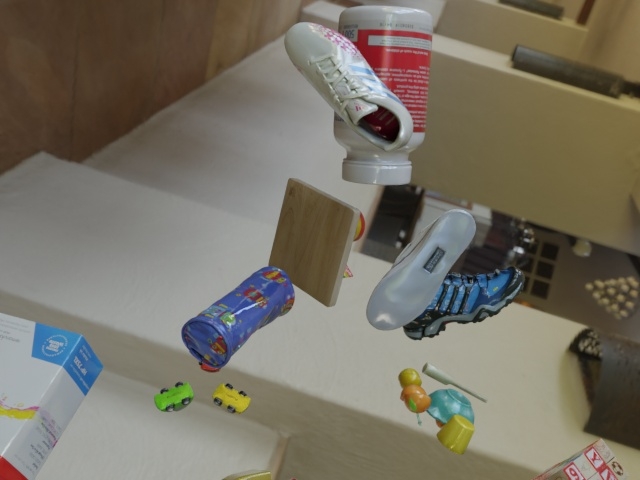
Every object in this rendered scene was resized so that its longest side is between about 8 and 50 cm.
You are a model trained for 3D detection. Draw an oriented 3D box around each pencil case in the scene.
[{"bbox_3d":[-0.171,0.163,1.448,0.133,0.119,0.306,-55,170,32],"label":"pencil case"}]

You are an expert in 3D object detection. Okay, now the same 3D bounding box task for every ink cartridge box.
[{"bbox_3d":[-0.379,0.208,0.777,0.078,0.134,0.231,81,25,-48],"label":"ink cartridge box"}]

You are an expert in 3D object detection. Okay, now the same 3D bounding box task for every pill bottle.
[{"bbox_3d":[0.148,-0.348,1.630,0.229,0.229,0.407,-54,148,-77],"label":"pill bottle"}]

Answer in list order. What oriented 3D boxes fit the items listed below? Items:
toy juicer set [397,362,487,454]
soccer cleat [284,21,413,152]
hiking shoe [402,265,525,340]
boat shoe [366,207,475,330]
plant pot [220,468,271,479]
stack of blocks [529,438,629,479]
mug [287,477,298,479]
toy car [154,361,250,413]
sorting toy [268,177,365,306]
[{"bbox_3d":[0.271,0.380,1.562,0.089,0.209,0.329,-60,164,12],"label":"toy juicer set"},{"bbox_3d":[0.057,-0.307,1.327,0.116,0.331,0.143,-45,-172,28],"label":"soccer cleat"},{"bbox_3d":[0.309,0.119,1.510,0.132,0.304,0.113,61,11,-17],"label":"hiking shoe"},{"bbox_3d":[0.178,0.053,1.186,0.258,0.095,0.084,-46,-178,3],"label":"boat shoe"},{"bbox_3d":[-0.141,0.459,1.198,0.081,0.083,0.081,-26,-116,55],"label":"plant pot"},{"bbox_3d":[0.475,0.544,1.402,0.171,0.087,0.297,-12,150,-43],"label":"stack of blocks"},{"bbox_3d":[-0.139,0.628,1.551,0.150,0.169,0.113,-53,-137,48],"label":"mug"},{"bbox_3d":[-0.321,0.390,1.740,0.239,0.225,0.053,56,-24,36],"label":"toy car"},{"bbox_3d":[0.000,0.000,1.717,0.089,0.255,0.257,-2,113,-43],"label":"sorting toy"}]
